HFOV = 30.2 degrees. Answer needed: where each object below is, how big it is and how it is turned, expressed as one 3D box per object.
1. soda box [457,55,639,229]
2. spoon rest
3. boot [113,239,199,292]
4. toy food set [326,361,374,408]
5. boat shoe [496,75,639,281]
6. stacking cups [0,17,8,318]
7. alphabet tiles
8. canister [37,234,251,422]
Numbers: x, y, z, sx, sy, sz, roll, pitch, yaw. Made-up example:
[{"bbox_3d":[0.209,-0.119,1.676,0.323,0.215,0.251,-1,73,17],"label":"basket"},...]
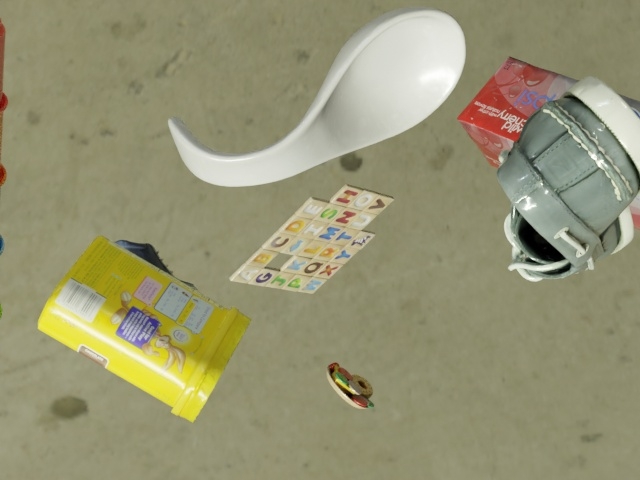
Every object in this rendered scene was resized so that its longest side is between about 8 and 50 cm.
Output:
[{"bbox_3d":[0.258,-0.090,1.145,0.092,0.263,0.083,-50,130,-7],"label":"soda box"},{"bbox_3d":[0.008,-0.119,1.056,0.276,0.084,0.137,-24,143,-5],"label":"spoon rest"},{"bbox_3d":[-0.269,0.051,1.968,0.069,0.086,0.190,-8,167,32],"label":"boot"},{"bbox_3d":[0.041,0.201,1.639,0.083,0.082,0.020,40,104,-16],"label":"toy food set"},{"bbox_3d":[0.166,-0.026,0.870,0.099,0.319,0.116,-39,79,-3],"label":"boat shoe"},{"bbox_3d":[-0.293,-0.026,0.922,0.096,0.096,0.316,9,116,-2],"label":"stacking cups"},{"bbox_3d":[0.000,0.000,1.839,0.237,0.009,0.198,-44,147,26],"label":"alphabet tiles"},{"bbox_3d":[-0.165,0.079,1.121,0.169,0.126,0.073,31,125,-2],"label":"canister"}]
